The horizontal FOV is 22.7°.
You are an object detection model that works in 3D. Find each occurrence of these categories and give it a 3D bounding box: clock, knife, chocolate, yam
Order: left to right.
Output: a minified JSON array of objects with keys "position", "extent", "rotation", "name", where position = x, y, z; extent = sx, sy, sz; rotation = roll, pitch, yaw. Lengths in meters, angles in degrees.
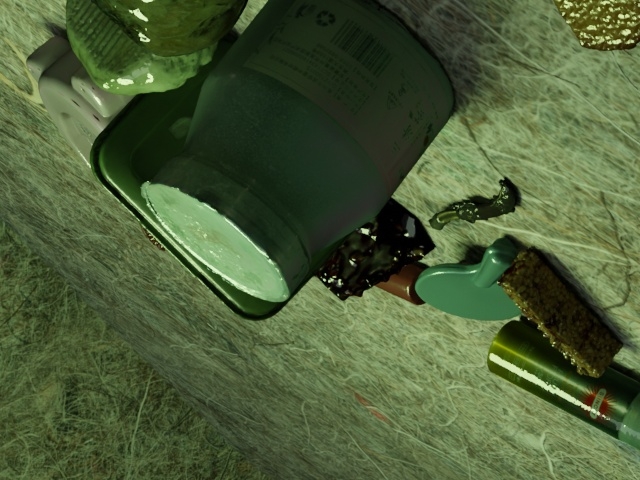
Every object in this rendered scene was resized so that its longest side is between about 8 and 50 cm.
[{"position":[-0.294,-0.159,2.404],"extent":[0.295,0.113,0.322],"rotation":[24,153,55],"name":"clock"},{"position":[-0.140,-0.312,1.562],"extent":[0.195,0.195,0.300],"rotation":[38,162,0],"name":"yam"},{"position":[0.055,0.020,2.165],"extent":[0.156,0.133,0.156],"rotation":[33,165,10],"name":"chocolate"},{"position":[0.188,-0.037,1.925],"extent":[0.045,0.021,0.222],"rotation":[39,160,-9],"name":"knife"}]

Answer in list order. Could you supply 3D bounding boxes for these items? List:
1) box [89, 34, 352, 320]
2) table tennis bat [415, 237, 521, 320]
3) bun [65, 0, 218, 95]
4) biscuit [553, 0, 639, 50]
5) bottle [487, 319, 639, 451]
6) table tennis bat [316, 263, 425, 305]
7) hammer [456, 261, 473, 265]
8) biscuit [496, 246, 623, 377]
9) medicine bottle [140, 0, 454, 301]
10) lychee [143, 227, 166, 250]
[{"position":[-0.127,-0.089,2.070],"extent":[0.329,0.253,0.178],"rotation":[46,174,-20],"name":"box"},{"position":[0.206,0.053,2.058],"extent":[0.149,0.038,0.237],"rotation":[16,157,-3],"name":"table tennis bat"},{"position":[-0.198,-0.268,1.891],"extent":[0.126,0.204,0.212],"rotation":[19,-138,-57],"name":"bun"},{"position":[0.222,-0.229,1.329],"extent":[0.126,0.025,0.206],"rotation":[19,156,49],"name":"biscuit"},{"position":[0.358,0.199,2.105],"extent":[0.286,0.082,0.082],"rotation":[27,161,30],"name":"bottle"},{"position":[0.000,0.000,2.373],"extent":[0.414,0.051,0.268],"rotation":[25,159,40],"name":"table tennis bat"},{"position":[0.209,0.059,2.133],"extent":[0.083,0.031,0.052],"rotation":[35,164,-13],"name":"hammer"},{"position":[0.297,0.092,1.974],"extent":[0.199,0.064,0.034],"rotation":[45,163,-25],"name":"biscuit"},{"position":[-0.032,-0.104,1.727],"extent":[0.245,0.290,0.245],"rotation":[34,163,12],"name":"medicine bottle"},{"position":[-0.228,-0.034,2.630],"extent":[0.129,0.123,0.123],"rotation":[-10,143,18],"name":"lychee"}]
